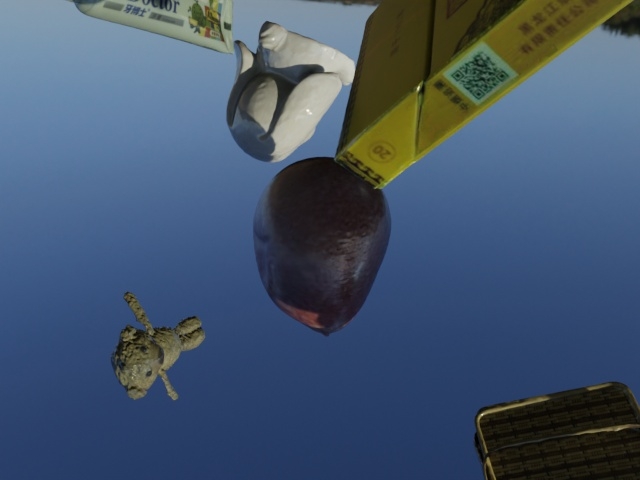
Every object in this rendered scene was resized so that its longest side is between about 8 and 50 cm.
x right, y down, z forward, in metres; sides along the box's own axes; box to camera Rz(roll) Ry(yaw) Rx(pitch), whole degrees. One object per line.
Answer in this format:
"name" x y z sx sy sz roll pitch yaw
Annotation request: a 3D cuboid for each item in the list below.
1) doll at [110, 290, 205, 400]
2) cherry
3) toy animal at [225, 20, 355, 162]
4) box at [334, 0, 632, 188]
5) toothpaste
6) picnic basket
"doll" -0.292 0.208 1.284 0.091 0.202 0.286 -9 157 14
"cherry" 0.000 0.000 1.112 0.221 0.307 0.261 6 170 -10
"toy animal" -0.091 -0.292 1.399 0.272 0.265 0.206 29 -171 27
"box" 0.118 -0.153 0.344 0.041 0.279 0.153 33 -136 -23
"toothpaste" -0.164 -0.233 0.679 0.037 0.067 0.255 -1 -174 30
"picnic basket" 0.339 0.356 0.897 0.228 0.175 0.312 -12 -130 6
